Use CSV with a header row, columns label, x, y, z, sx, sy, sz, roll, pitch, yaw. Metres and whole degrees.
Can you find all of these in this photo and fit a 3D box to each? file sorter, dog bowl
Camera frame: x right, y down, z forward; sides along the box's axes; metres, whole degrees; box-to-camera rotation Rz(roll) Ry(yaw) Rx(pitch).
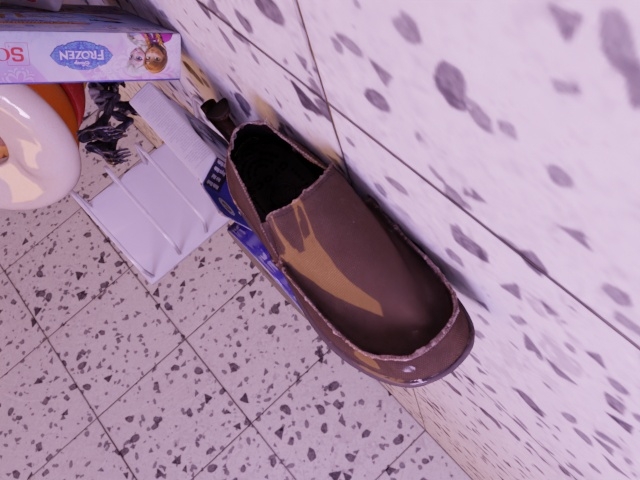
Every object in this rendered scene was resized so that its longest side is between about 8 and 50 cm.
label,x,y,z,sx,sy,sz,roll,pitch,yaw
file sorter,-0.261,-0.090,1.037,0.193,0.277,0.173,48,167,1
dog bowl,-0.074,0.040,1.237,0.265,0.104,0.265,47,171,10

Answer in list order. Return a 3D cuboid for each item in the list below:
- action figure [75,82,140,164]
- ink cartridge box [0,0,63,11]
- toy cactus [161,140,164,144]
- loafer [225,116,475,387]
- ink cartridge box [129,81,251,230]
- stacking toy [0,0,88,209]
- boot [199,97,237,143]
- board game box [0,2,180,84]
label,x,y,z,sx,sy,sz,roll,pitch,yaw
action figure,-0.360,-0.279,1.074,0.164,0.141,0.276,98,171,-64
ink cartridge box,-0.456,-0.430,0.712,0.211,0.121,0.289,12,164,8
toy cactus,-0.335,-0.245,1.331,0.180,0.112,0.219,60,178,-11
loafer,0.000,0.000,0.603,0.366,0.134,0.130,42,170,32
ink cartridge box,-0.136,-0.099,0.827,0.224,0.045,0.223,49,-174,21
stacking toy,-0.572,-0.328,1.129,0.350,0.350,0.480,56,-149,-43
boot,-0.123,-0.153,0.860,0.114,0.037,0.106,53,176,-29
board game box,-0.399,-0.280,0.809,0.318,0.318,0.066,39,131,49
